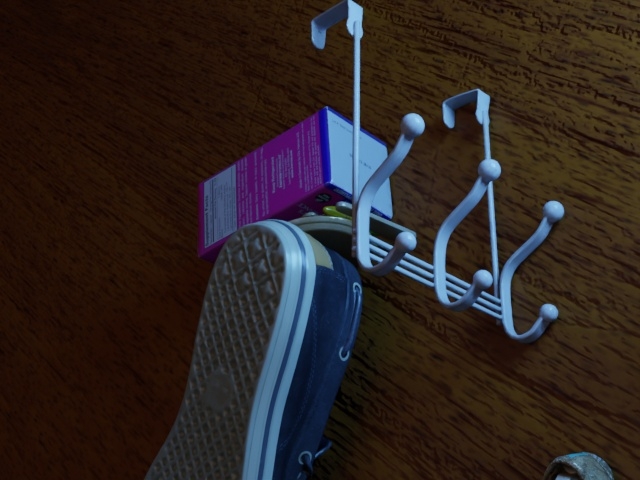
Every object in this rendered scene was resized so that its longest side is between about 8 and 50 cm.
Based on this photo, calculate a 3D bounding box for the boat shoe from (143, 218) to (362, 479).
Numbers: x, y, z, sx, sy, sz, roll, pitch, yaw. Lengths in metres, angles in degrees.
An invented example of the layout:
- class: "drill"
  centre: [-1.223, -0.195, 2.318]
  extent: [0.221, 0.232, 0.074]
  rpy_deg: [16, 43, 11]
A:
- class: "boat shoe"
  centre: [-0.075, 0.227, 1.196]
  extent: [0.187, 0.156, 0.500]
  rpy_deg: [20, 95, 44]

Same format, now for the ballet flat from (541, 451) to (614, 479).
- class: "ballet flat"
  centre: [0.194, 0.278, 0.946]
  extent: [0.073, 0.067, 0.206]
  rpy_deg: [0, 69, 46]

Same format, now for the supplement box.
- class: "supplement box"
  centre: [-0.035, -0.048, 1.333]
  extent: [0.220, 0.111, 0.113]
  rpy_deg: [-27, 52, 35]

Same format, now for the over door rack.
- class: "over door rack"
  centre: [0.122, -0.081, 1.090]
  extent: [0.108, 0.239, 0.324]
  rpy_deg: [-34, 48, 31]

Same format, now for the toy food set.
- class: "toy food set"
  centre: [0.000, 0.000, 1.253]
  extent: [0.192, 0.132, 0.038]
  rpy_deg: [-29, 51, 38]
